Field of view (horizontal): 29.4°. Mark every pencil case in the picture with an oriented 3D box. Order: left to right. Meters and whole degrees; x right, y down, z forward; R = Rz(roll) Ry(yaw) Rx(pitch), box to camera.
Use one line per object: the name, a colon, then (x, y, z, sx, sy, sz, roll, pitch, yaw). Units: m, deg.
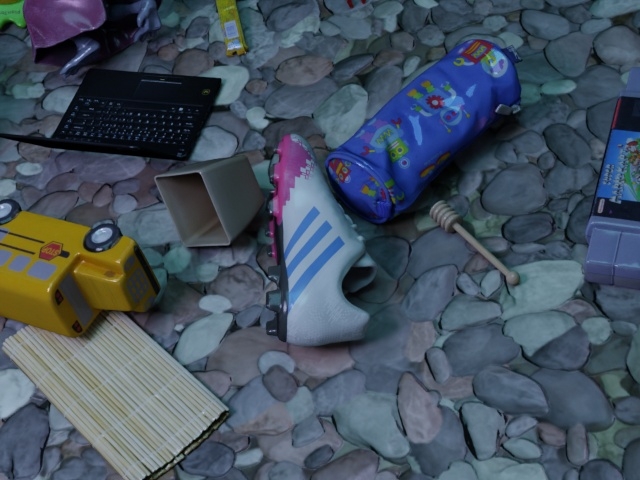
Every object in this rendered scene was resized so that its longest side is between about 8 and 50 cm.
pencil case: (0.151, -0.151, 1.672, 0.306, 0.119, 0.133, -41, 63, -20)

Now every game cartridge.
game cartridge: (0.480, -0.083, 1.583, 0.230, 0.068, 0.355, 11, 55, 15)

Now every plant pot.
plant pot: (-0.142, -0.062, 1.663, 0.109, 0.109, 0.096, -3, 24, 48)

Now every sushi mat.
sushi mat: (-0.268, 0.178, 1.563, 0.151, 0.019, 0.316, -39, 54, -20)

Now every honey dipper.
honey dipper: (0.204, 0.004, 1.591, 0.030, 0.030, 0.161, -35, 54, -15)

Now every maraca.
maraca: (-0.538, -0.442, 2.081, 0.127, 0.099, 0.185, -8, 71, -6)

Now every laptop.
laptop: (-0.307, -0.197, 1.800, 0.234, 0.136, 0.264, 7, 54, 17)

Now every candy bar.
candy bar: (-0.147, -0.360, 1.958, 0.040, 0.018, 0.161, -16, 59, 3)

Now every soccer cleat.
soccer cleat: (0.000, 0.000, 1.603, 0.143, 0.116, 0.331, 3, 53, -6)

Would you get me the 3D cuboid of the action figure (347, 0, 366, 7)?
action figure: (0.041, -0.423, 1.978, 0.038, 0.030, 0.115, -24, 48, 0)

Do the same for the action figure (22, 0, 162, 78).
action figure: (-0.425, -0.456, 1.931, 0.248, 0.276, 0.370, -19, 75, -43)

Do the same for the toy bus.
toy bus: (-0.382, 0.036, 1.625, 0.333, 0.108, 0.130, 13, 52, 29)
